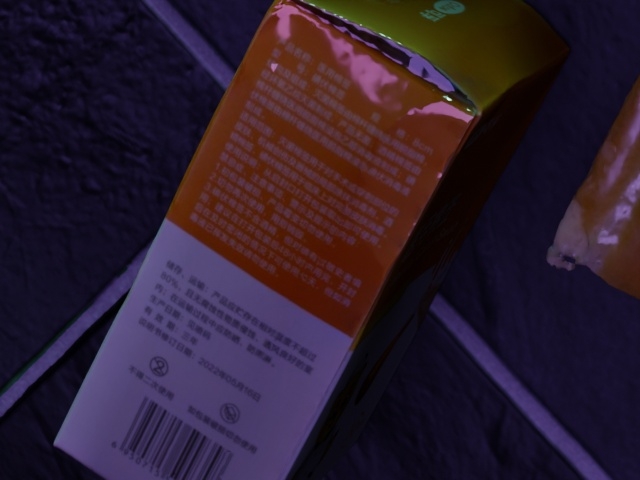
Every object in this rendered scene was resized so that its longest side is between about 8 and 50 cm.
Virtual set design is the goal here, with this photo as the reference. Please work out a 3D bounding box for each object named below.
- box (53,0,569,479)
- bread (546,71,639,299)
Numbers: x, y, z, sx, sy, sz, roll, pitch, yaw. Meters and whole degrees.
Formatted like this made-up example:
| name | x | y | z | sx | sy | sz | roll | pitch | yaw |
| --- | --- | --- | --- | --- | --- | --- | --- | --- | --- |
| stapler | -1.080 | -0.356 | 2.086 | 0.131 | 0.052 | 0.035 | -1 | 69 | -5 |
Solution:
| name | x | y | z | sx | sy | sz | roll | pitch | yaw |
| --- | --- | --- | --- | --- | --- | --- | --- | --- | --- |
| box | 0.000 | 0.000 | 1.246 | 0.143 | 0.225 | 0.341 | 33 | 113 | 10 |
| bread | 0.292 | -0.044 | 1.193 | 0.239 | 0.111 | 0.246 | 31 | 113 | 10 |
